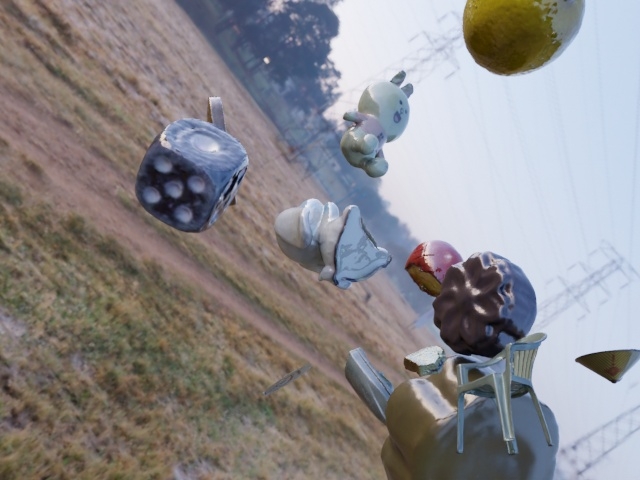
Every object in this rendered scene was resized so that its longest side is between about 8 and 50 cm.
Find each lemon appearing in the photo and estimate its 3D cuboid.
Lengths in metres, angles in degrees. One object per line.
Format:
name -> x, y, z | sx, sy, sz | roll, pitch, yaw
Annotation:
lemon -> 0.405, -0.453, 1.359 | 0.236, 0.236, 0.263 | 56, -38, 22

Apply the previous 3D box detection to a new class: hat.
hat -> 0.836, 0.370, 1.923 | 0.193, 0.193, 0.082 | 47, 38, -64

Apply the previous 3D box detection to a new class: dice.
dice -> -0.272, -0.138, 1.428 | 0.181, 0.183, 0.182 | 32, 31, 2

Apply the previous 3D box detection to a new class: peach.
peach -> 0.385, 0.104, 2.272 | 0.226, 0.196, 0.189 | -78, 179, -56

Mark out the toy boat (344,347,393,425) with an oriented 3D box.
toy boat -> 0.178, 0.472, 2.062 | 0.319, 0.092, 0.141 | 49, -32, 44

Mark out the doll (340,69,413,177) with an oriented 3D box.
doll -> 0.121, -0.260, 1.476 | 0.155, 0.113, 0.275 | 49, 51, -34

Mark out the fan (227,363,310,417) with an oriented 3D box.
fan -> -0.169, 0.491, 2.197 | 0.009, 0.329, 0.191 | 57, -7, 16

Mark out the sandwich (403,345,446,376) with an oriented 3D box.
sandwich -> 0.268, 0.294, 1.642 | 0.093, 0.105, 0.035 | 14, -59, 60

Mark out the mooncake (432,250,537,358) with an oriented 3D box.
mooncake -> 0.421, 0.168, 1.768 | 0.141, 0.283, 0.283 | 20, 25, -36

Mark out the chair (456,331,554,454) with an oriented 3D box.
chair -> 0.422, 0.338, 1.528 | 0.191, 0.203, 0.274 | 11, 64, -23

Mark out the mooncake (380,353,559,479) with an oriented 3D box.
mooncake -> 0.397, 0.554, 1.819 | 0.467, 0.467, 0.262 | 53, -2, -22

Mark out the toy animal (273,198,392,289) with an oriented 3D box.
toy animal -> 0.015, 0.013, 1.638 | 0.249, 0.174, 0.289 | 49, -17, -17

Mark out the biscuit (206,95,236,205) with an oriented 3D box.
biscuit -> -0.252, -0.227, 1.683 | 0.257, 0.049, 0.273 | -118, -159, -68
